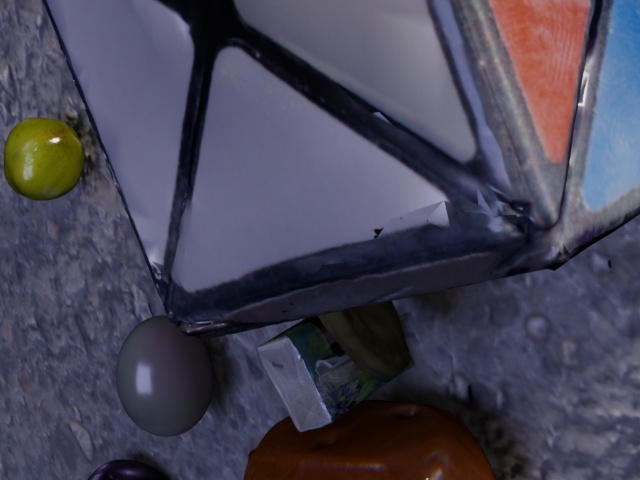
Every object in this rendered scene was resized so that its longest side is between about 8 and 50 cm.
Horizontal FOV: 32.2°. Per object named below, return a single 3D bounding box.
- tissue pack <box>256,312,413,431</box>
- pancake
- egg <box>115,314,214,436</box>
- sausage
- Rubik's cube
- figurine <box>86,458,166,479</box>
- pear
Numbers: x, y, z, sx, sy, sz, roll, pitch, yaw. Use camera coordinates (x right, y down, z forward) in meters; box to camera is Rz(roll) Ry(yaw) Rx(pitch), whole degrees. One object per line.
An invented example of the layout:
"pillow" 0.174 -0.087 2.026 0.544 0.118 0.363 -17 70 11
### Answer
"tissue pack" 0.020 0.097 0.946 0.079 0.111 0.085 -27 90 50
"pancake" -0.001 0.001 0.863 0.042 0.222 0.236 -30 83 8
"egg" -0.165 0.143 1.175 0.103 0.103 0.135 18 121 40
"sausage" 0.037 0.222 0.960 0.268 0.153 0.141 -10 107 50
"Rubik's cube" 0.044 -0.142 0.641 0.310 0.305 0.307 -18 96 50
"figurine" -0.210 0.349 1.325 0.222 0.145 0.145 16 122 30
"pear" -0.298 -0.090 1.215 0.097 0.092 0.092 -19 96 34
